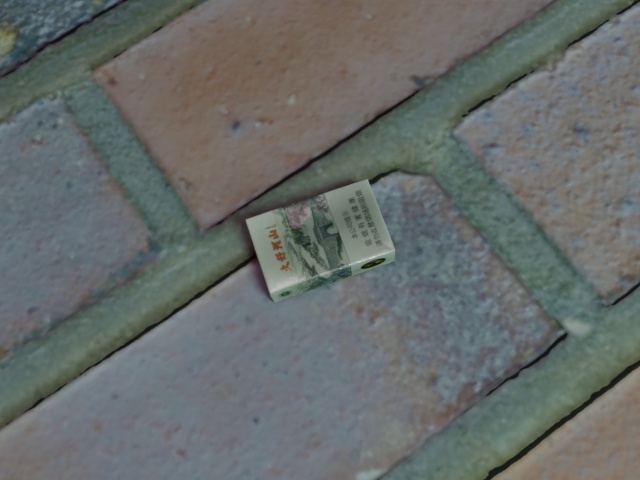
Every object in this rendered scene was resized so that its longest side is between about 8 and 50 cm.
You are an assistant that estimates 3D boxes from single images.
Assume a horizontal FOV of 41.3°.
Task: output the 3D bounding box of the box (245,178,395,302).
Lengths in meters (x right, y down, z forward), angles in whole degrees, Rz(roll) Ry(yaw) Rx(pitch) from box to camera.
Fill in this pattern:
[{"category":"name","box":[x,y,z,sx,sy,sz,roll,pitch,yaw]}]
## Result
[{"category":"box","box":[0.000,0.000,0.539,0.083,0.024,0.054,-19,70,-3]}]
